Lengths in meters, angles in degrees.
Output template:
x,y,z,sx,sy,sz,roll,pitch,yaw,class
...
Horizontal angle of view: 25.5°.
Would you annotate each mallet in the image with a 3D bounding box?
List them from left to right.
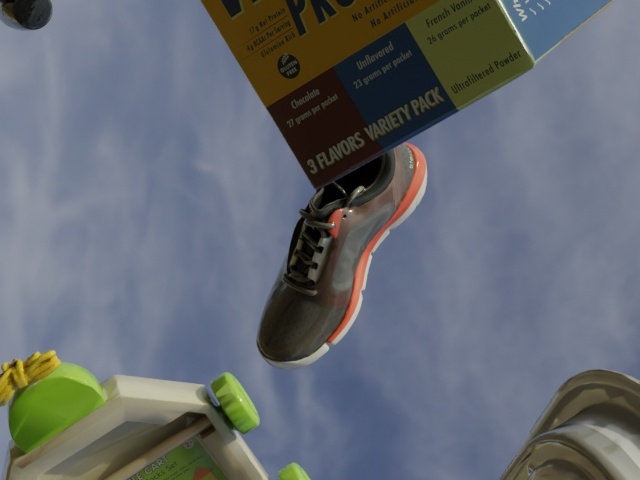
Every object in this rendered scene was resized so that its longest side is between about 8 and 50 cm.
x,y,z,sx,sy,sz,roll,pitch,yaw,class
-0.323,-0.235,1.219,0.039,0.189,0.062,-65,-159,-4,mallet

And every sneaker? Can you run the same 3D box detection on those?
x,y,z,sx,sy,sz,roll,pitch,yaw,class
0.000,0.000,0.836,0.061,0.065,0.158,27,-94,35,sneaker

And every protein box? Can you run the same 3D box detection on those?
x,y,z,sx,sy,sz,roll,pitch,yaw,class
0.037,-0.167,0.737,0.136,0.201,0.200,-28,-84,32,protein box

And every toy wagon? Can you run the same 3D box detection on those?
x,y,z,sx,sy,sz,roll,pitch,yaw,class
-0.168,0.217,1.229,0.267,0.344,0.068,-33,-153,-1,toy wagon

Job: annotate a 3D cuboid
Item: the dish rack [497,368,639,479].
x,y,z,sx,sy,sz,roll,pitch,yaw,class
0.143,0.256,0.694,0.285,0.072,0.333,52,-36,25,dish rack
